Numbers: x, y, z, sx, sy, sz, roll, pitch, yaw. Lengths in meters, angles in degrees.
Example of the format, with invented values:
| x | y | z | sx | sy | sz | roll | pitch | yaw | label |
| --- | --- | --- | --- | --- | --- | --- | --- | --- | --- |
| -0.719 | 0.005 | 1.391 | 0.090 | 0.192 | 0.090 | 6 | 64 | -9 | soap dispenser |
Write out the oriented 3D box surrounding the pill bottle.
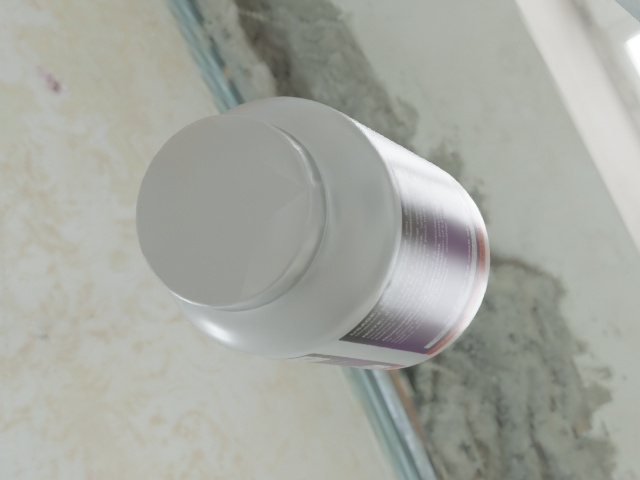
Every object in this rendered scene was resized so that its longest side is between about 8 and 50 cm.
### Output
| x | y | z | sx | sy | sz | roll | pitch | yaw | label |
| --- | --- | --- | --- | --- | --- | --- | --- | --- | --- |
| 0.000 | 0.000 | 0.967 | 0.323 | 0.181 | 0.181 | 19 | -130 | -66 | pill bottle |

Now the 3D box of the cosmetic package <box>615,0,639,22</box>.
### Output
| x | y | z | sx | sy | sz | roll | pitch | yaw | label |
| --- | --- | --- | --- | --- | --- | --- | --- | --- | --- |
| 0.325 | -0.217 | 0.623 | 0.385 | 0.217 | 0.156 | -20 | -124 | -28 | cosmetic package |
